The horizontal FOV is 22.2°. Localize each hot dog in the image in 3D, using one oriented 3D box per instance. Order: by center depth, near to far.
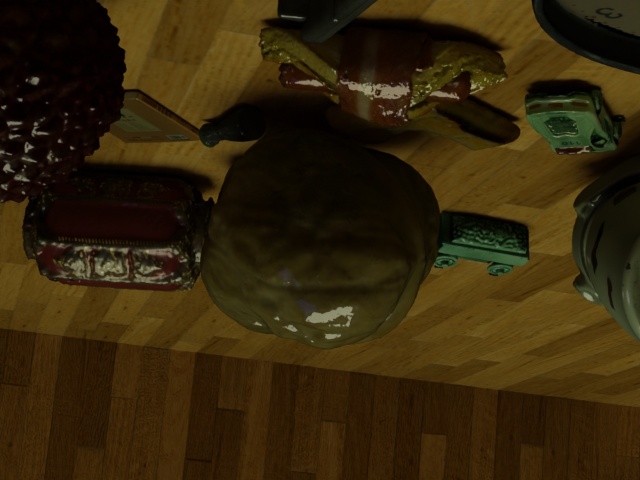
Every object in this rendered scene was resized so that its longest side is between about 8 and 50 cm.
[{"bbox_3d":[0.065,-0.169,1.709,0.261,0.093,0.123,3,166,7],"label":"hot dog"}]

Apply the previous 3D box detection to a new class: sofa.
[{"bbox_3d":[0.004,-0.239,1.465,0.060,0.085,0.147,7,167,-22],"label":"sofa"}]

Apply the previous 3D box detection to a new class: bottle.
[{"bbox_3d":[0.430,0.012,2.015,0.229,0.229,0.352,7,-170,-8],"label":"bottle"}]

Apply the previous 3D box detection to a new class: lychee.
[{"bbox_3d":[-0.329,-0.161,1.560,0.300,0.264,0.264,-9,174,-28],"label":"lychee"}]

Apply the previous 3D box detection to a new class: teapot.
[{"bbox_3d":[-0.113,-0.137,2.024,0.042,0.043,0.110,14,166,-32],"label":"teapot"}]

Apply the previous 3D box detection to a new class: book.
[{"bbox_3d":[-0.238,-0.154,2.058,0.118,0.012,0.172,-1,166,24],"label":"book"}]

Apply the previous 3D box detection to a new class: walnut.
[{"bbox_3d":[-0.001,0.000,1.980,0.276,0.253,0.282,11,177,24],"label":"walnut"}]

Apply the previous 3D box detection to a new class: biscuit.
[{"bbox_3d":[0.118,-0.139,1.938,0.183,0.039,0.174,-5,165,38],"label":"biscuit"}]

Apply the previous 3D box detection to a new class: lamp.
[{"bbox_3d":[-0.285,-0.011,2.338,0.273,0.177,0.177,4,166,4],"label":"lamp"}]

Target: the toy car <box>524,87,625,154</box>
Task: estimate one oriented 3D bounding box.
[{"bbox_3d":[0.295,-0.128,1.875,0.093,0.058,0.186,-2,164,22],"label":"toy car"}]

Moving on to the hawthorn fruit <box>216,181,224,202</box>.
[{"bbox_3d":[-0.028,-0.029,2.211,0.235,0.181,0.181,-9,165,4],"label":"hawthorn fruit"}]

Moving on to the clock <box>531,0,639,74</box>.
[{"bbox_3d":[0.367,-0.227,1.393,0.386,0.076,0.386,5,166,1],"label":"clock"}]

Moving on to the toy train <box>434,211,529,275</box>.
[{"bbox_3d":[0.236,0.004,2.428,0.172,0.070,0.099,9,155,-19],"label":"toy train"}]
